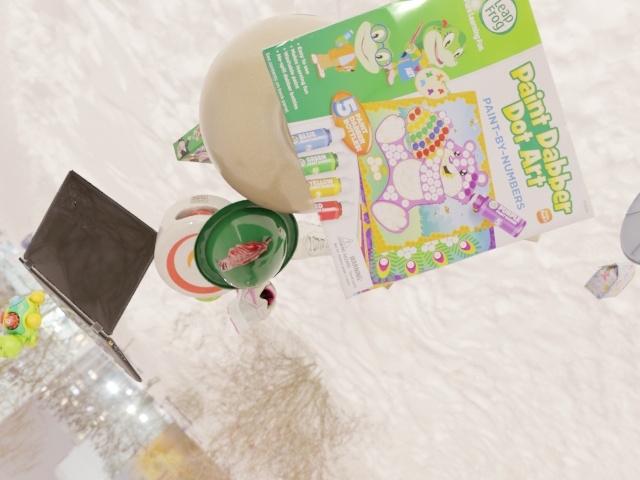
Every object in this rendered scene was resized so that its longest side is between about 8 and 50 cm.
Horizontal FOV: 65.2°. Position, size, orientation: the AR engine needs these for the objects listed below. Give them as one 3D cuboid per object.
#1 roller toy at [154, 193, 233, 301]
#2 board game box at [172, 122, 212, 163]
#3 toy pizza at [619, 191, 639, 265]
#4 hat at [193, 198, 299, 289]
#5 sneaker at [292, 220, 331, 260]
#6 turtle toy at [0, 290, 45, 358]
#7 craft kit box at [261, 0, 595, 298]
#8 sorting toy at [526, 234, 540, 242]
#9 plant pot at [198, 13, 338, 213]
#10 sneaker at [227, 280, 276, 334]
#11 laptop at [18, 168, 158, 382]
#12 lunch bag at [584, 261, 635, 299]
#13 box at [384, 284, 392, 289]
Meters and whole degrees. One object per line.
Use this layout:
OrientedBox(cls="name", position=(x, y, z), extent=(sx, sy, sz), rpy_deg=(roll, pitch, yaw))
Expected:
OrientedBox(cls="roller toy", position=(-0.239, 0.006, 1.039), extent=(0.191, 0.209, 0.146), rpy_deg=(38, -164, -28))
OrientedBox(cls="board game box", position=(-0.146, -0.237, 1.155), extent=(0.213, 0.317, 0.046), rpy_deg=(-27, 78, 33))
OrientedBox(cls="toy pizza", position=(0.503, -0.046, 0.688), extent=(0.032, 0.201, 0.201), rpy_deg=(32, 154, -3))
OrientedBox(cls="hat", position=(-0.089, 0.050, 0.749), extent=(0.183, 0.208, 0.173), rpy_deg=(46, 131, 48))
OrientedBox(cls="sneaker", position=(0.000, 0.000, 1.386), extent=(0.118, 0.292, 0.110), rpy_deg=(9, 102, 40))
OrientedBox(cls="turtle toy", position=(-0.547, 0.155, 0.911), extent=(0.095, 0.066, 0.130), rpy_deg=(-55, 37, 39))
OrientedBox(cls="craft kit box", position=(0.100, -0.100, 0.482), extent=(0.061, 0.246, 0.250), rpy_deg=(-97, -13, -86))
OrientedBox(cls="sorting toy", position=(0.341, -0.075, 1.059), extent=(0.255, 0.257, 0.090), rpy_deg=(15, 100, 24))
OrientedBox(cls="plant pot", position=(-0.012, -0.163, 0.660), extent=(0.284, 0.284, 0.191), rpy_deg=(57, 174, -19))
OrientedBox(cls="sneaker", position=(-0.166, 0.143, 1.330), extent=(0.252, 0.111, 0.103), rpy_deg=(-93, -16, -58))
OrientedBox(cls="laptop", position=(-0.567, 0.102, 1.319), extent=(0.381, 0.236, 0.408), rpy_deg=(32, 149, 25))
OrientedBox(cls="lunch bag", position=(0.592, 0.075, 1.017), extent=(0.053, 0.071, 0.083), rpy_deg=(57, 136, 37))
OrientedBox(cls="box", position=(0.194, 0.018, 1.325), extent=(0.021, 0.201, 0.164), rpy_deg=(36, -179, -28))
